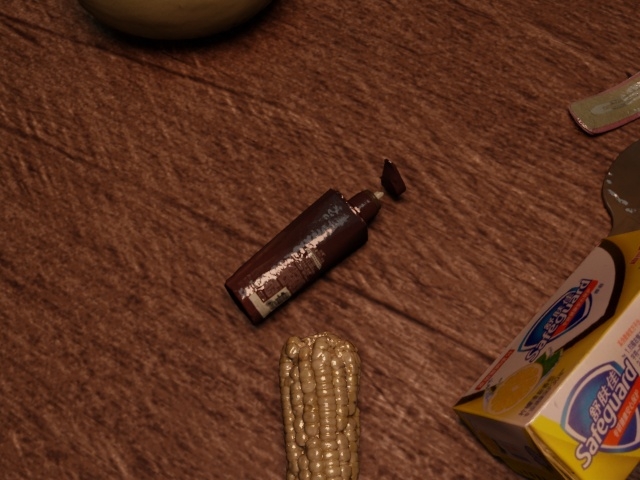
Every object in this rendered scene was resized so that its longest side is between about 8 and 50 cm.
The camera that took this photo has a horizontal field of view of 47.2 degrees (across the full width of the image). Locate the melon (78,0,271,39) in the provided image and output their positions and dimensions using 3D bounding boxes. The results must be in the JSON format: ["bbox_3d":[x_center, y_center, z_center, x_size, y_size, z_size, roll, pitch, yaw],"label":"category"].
[{"bbox_3d":[-0.171,-0.380,0.917,0.308,0.272,0.271,0,66,18],"label":"melon"}]

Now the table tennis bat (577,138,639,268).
[{"bbox_3d":[0.374,-0.034,0.844,0.234,0.022,0.131,-43,71,-16],"label":"table tennis bat"}]

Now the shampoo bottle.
[{"bbox_3d":[-0.001,-0.002,0.832,0.236,0.068,0.067,-38,66,-12],"label":"shampoo bottle"}]

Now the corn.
[{"bbox_3d":[0.003,0.198,0.742,0.087,0.087,0.210,-4,72,3],"label":"corn"}]

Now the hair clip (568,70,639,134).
[{"bbox_3d":[0.371,-0.172,0.901,0.137,0.022,0.054,-26,66,-7],"label":"hair clip"}]

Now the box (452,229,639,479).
[{"bbox_3d":[0.270,0.108,0.700,0.265,0.168,0.097,-44,93,-12],"label":"box"}]
